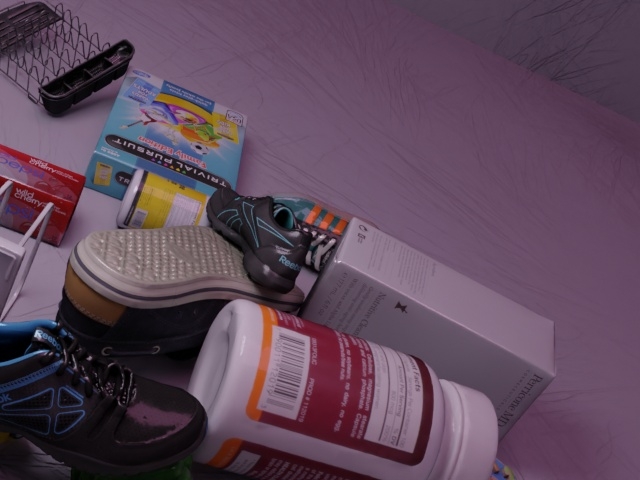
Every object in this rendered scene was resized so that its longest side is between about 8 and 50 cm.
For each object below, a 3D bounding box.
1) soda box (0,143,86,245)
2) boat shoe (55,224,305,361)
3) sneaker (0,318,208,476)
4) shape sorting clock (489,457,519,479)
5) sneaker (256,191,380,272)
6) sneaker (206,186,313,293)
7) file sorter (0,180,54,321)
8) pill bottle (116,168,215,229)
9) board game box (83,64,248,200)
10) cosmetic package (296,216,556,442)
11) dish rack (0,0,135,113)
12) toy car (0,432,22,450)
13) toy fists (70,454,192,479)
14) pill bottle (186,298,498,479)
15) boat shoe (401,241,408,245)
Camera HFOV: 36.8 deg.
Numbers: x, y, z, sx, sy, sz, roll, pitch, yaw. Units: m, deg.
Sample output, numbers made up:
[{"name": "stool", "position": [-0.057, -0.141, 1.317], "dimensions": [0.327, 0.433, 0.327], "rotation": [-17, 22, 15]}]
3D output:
[{"name": "soda box", "position": [-0.501, -0.092, 1.466], "dimensions": [0.263, 0.092, 0.083], "rotation": [22, 32, -14]}, {"name": "boat shoe", "position": [-0.198, 0.083, 1.425], "dimensions": [0.187, 0.156, 0.500], "rotation": [39, 17, 23]}, {"name": "sneaker", "position": [-0.288, 0.171, 1.095], "dimensions": [0.341, 0.139, 0.125], "rotation": [13, 34, -14]}, {"name": "shape sorting clock", "position": [0.262, 0.393, 1.447], "dimensions": [0.206, 0.040, 0.206], "rotation": [31, 25, -17]}, {"name": "sneaker", "position": [0.000, 0.000, 1.736], "dimensions": [0.302, 0.108, 0.121], "rotation": [13, 31, -28]}, {"name": "sneaker", "position": [-0.089, -0.023, 1.493], "dimensions": [0.101, 0.106, 0.267], "rotation": [22, 17, -40]}, {"name": "file sorter", "position": [-0.514, -0.008, 1.250], "dimensions": [0.278, 0.193, 0.173], "rotation": [26, 29, -7]}, {"name": "pill bottle", "position": [-0.238, -0.041, 1.601], "dimensions": [0.184, 0.103, 0.103], "rotation": [22, 33, -14]}, {"name": "board game box", "position": [-0.275, -0.173, 1.778], "dimensions": [0.254, 0.079, 0.336], "rotation": [22, 33, -14]}, {"name": "cosmetic package", "position": [0.162, 0.158, 1.554], "dimensions": [0.385, 0.217, 0.156], "rotation": [27, 31, -2]}, {"name": "dish rack", "position": [-0.510, -0.362, 1.798], "dimensions": [0.271, 0.074, 0.208], "rotation": [39, 53, 14]}, {"name": "toy car", "position": [-0.447, 0.248, 1.076], "dimensions": [0.239, 0.053, 0.225], "rotation": [15, 35, -22]}, {"name": "toy fists", "position": [-0.217, 0.310, 1.140], "dimensions": [0.142, 0.096, 0.279], "rotation": [16, 33, -23]}, {"name": "pill bottle", "position": [0.028, 0.240, 1.315], "dimensions": [0.392, 0.224, 0.224], "rotation": [21, 33, -17]}, {"name": "boat shoe", "position": [0.181, 0.083, 1.780], "dimensions": [0.098, 0.096, 0.277], "rotation": [16, 35, -22]}]
